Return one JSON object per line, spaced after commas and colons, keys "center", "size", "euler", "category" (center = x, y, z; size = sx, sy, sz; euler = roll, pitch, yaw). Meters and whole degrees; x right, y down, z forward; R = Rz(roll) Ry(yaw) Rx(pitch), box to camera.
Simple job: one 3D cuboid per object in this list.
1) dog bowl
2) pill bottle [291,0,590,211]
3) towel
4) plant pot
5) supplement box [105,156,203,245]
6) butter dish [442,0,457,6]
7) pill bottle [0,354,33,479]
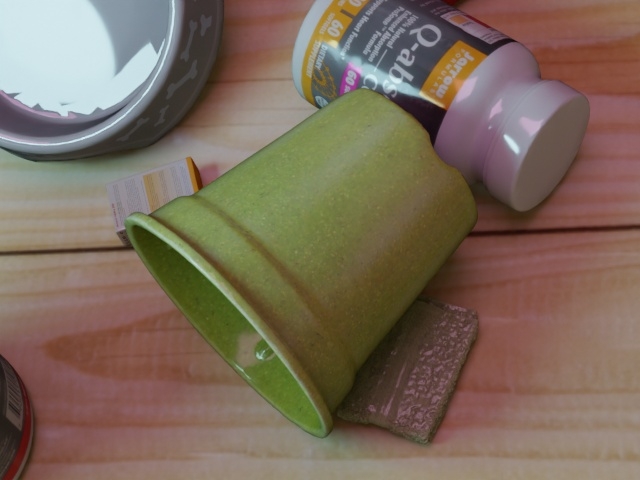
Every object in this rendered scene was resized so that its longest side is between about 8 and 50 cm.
{"center": [-0.283, -0.247, 1.756], "size": [0.348, 0.102, 0.349], "euler": [1, 95, 9], "category": "dog bowl"}
{"center": [0.120, -0.152, 1.664], "size": [0.278, 0.162, 0.162], "euler": [33, 75, 26], "category": "pill bottle"}
{"center": [0.086, 0.120, 1.611], "size": [0.110, 0.027, 0.148], "euler": [16, 68, 19], "category": "towel"}
{"center": [0.000, 0.000, 1.557], "size": [0.254, 0.276, 0.276], "euler": [-43, 62, -13], "category": "plant pot"}
{"center": [-0.173, -0.042, 1.748], "size": [0.098, 0.036, 0.062], "euler": [-18, 61, 4], "category": "supplement box"}
{"center": [0.108, -0.342, 1.772], "size": [0.160, 0.160, 0.118], "euler": [-42, 32, 17], "category": "butter dish"}
{"center": [-0.425, 0.128, 1.537], "size": [0.210, 0.363, 0.210], "euler": [-6, 62, 11], "category": "pill bottle"}
